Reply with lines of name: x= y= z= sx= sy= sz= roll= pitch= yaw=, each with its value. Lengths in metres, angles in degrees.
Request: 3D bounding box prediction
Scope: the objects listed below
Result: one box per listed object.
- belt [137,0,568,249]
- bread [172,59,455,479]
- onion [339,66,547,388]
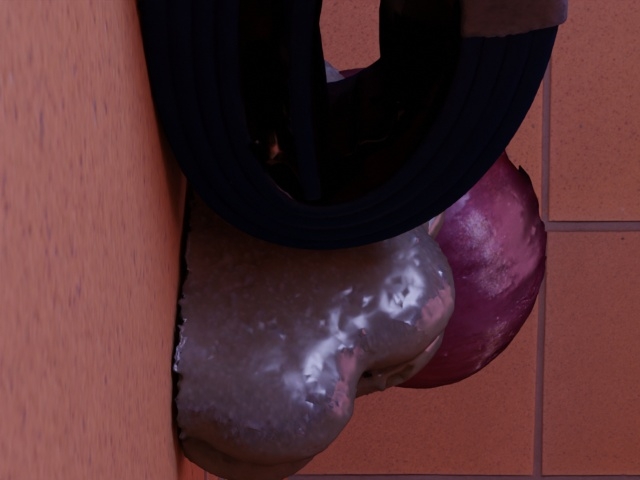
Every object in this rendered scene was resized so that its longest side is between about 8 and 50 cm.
belt: x=0.015 y=-0.136 z=0.610 sx=0.347 sy=0.212 sz=0.117 roll=97 pitch=-4 yaw=-53
bread: x=-0.002 y=0.003 z=0.794 sx=0.102 sy=0.183 sz=0.337 roll=95 pitch=-2 yaw=-56
onion: x=0.053 y=-0.007 z=1.215 sx=0.345 sy=0.358 sz=0.358 roll=-10 pitch=103 yaw=-47
